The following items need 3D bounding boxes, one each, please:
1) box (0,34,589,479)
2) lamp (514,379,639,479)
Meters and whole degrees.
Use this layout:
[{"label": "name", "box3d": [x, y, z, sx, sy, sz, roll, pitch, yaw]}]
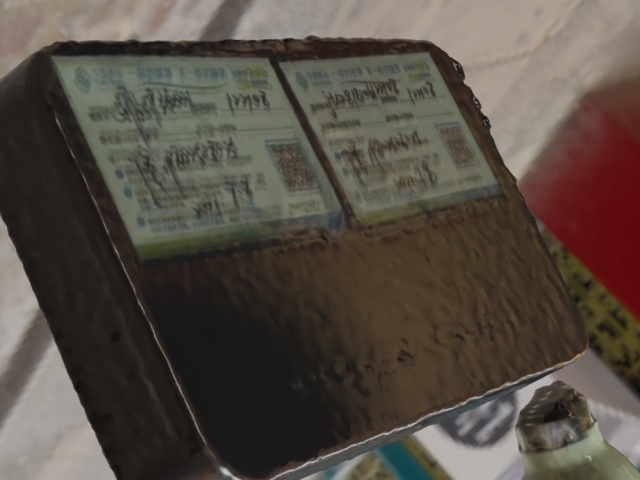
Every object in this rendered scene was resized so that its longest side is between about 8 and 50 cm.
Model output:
[{"label": "box", "box3d": [0.000, 0.000, 0.765, 0.058, 0.211, 0.350, -34, 166, 34]}, {"label": "lamp", "box3d": [0.177, 0.210, 0.969, 0.101, 0.250, 0.101, -19, -174, 2]}]
